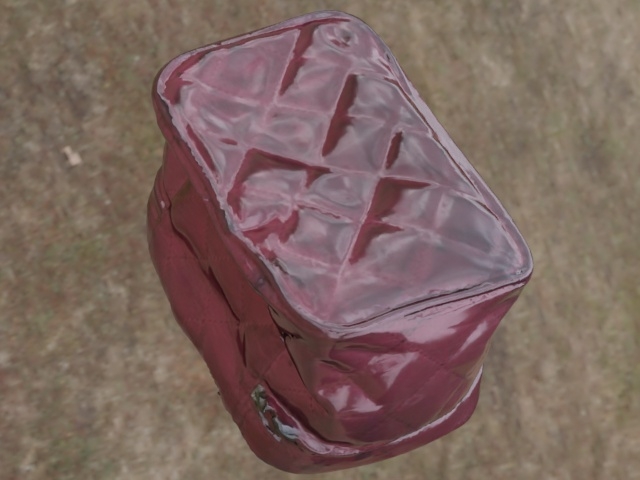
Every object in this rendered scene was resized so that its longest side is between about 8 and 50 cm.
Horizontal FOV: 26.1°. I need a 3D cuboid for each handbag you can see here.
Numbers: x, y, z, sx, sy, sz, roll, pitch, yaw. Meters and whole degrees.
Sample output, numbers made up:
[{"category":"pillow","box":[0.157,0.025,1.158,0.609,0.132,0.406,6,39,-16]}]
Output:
[{"category":"handbag","box":[0.000,0.000,0.706,0.146,0.135,0.225,-16,53,-23]}]
